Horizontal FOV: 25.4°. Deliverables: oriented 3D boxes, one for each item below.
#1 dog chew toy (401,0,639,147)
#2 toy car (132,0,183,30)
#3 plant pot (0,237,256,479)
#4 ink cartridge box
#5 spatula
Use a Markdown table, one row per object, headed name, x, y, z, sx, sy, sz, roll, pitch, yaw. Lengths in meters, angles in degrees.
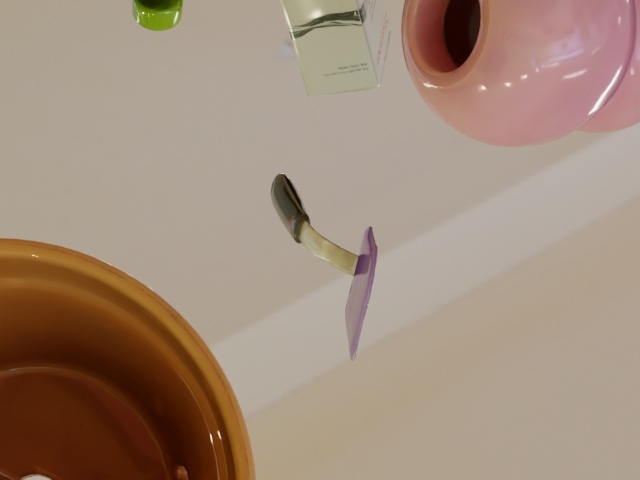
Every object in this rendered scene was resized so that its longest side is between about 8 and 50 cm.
| name | x | y | z | sx | sy | sz | roll | pitch | yaw |
| --- | --- | --- | --- | --- | --- | --- | --- | --- | --- |
| dog chew toy | 0.235 | -0.184 | 1.274 | 0.332 | 0.207 | 0.206 | -1 | -159 | -36 |
| toy car | -0.225 | -0.310 | 1.401 | 0.188 | 0.155 | 0.149 | 3 | -129 | -7 |
| plant pot | -0.184 | 0.157 | 0.860 | 0.291 | 0.291 | 0.203 | -13 | 172 | -5 |
| ink cartridge box | 0.010 | -0.282 | 1.547 | 0.087 | 0.208 | 0.153 | -7 | -146 | 14 |
| spatula | 0.000 | 0.000 | 1.142 | 0.030 | 0.084 | 0.296 | 6 | -161 | -21 |
